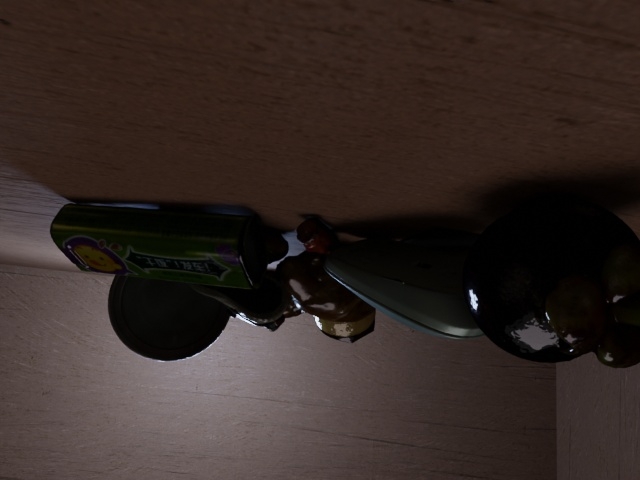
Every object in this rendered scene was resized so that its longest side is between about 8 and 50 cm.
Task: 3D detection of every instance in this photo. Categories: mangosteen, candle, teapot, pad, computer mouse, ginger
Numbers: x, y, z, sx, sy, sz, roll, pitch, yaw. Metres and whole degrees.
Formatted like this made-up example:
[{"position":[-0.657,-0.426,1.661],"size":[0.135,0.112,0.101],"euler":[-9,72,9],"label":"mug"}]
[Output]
[{"position":[0.267,0.050,0.443],"size":[0.194,0.194,0.230],"euler":[12,-171,-28],"label":"mangosteen"},{"position":[0.000,0.000,0.712],"size":[0.048,0.053,0.162],"euler":[8,172,21],"label":"candle"},{"position":[-0.111,0.023,0.803],"size":[0.098,0.078,0.129],"euler":[7,169,-4],"label":"teapot"},{"position":[0.209,0.001,0.722],"size":[0.112,0.003,0.157],"euler":[9,168,-12],"label":"pad"},{"position":[0.138,0.074,0.650],"size":[0.159,0.097,0.288],"euler":[-20,-155,-39],"label":"computer mouse"},{"position":[-0.002,0.097,0.917],"size":[0.274,0.153,0.357],"euler":[2,170,5],"label":"ginger"},{"position":[-0.284,0.113,0.963],"size":[0.314,0.233,0.312],"euler":[-19,-179,-15],"label":"teapot"}]

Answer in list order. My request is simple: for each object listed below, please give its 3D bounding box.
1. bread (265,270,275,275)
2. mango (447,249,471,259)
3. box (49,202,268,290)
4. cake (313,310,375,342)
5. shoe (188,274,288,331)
[{"position":[-0.193,0.127,1.461],"size":[0.129,0.044,0.126],"euler":[4,176,-5],"label":"bread"},{"position":[0.276,0.089,0.769],"size":[0.219,0.145,0.112],"euler":[2,-158,19],"label":"mango"},{"position":[-0.265,0.006,0.716],"size":[0.345,0.097,0.134],"euler":[4,140,13],"label":"box"},{"position":[0.073,0.159,1.191],"size":[0.207,0.185,0.178],"euler":[22,135,16],"label":"cake"},{"position":[-0.154,0.098,0.782],"size":[0.227,0.099,0.112],"euler":[24,149,26],"label":"shoe"}]
